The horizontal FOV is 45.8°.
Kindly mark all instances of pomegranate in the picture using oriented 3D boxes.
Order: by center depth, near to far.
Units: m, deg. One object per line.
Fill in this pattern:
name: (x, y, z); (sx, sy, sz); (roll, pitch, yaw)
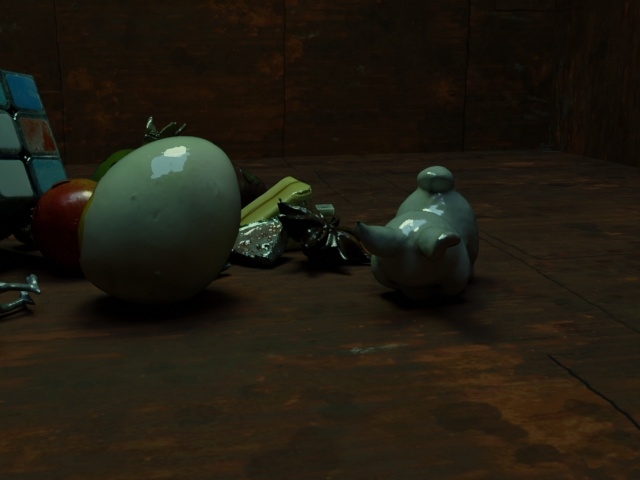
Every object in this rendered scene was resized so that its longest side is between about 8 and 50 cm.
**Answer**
pomegranate: (-0.526, -0.037, 1.697); (0.235, 0.210, 0.210); (-14, 18, -31)
pomegranate: (-0.450, -0.141, 1.906); (0.291, 0.323, 0.290); (7, 27, -4)

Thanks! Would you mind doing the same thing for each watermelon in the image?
watermelon: (-0.146, 0.023, 1.750); (0.187, 0.071, 0.139); (-20, 37, -9)

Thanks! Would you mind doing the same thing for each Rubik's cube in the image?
Rubik's cube: (-0.843, -0.186, 1.735); (0.362, 0.358, 0.363); (-25, -6, 27)

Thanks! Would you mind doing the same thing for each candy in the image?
candy: (-0.729, -0.024, 1.933); (0.110, 0.085, 0.095); (19, 11, 30)

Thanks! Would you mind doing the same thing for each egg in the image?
egg: (-0.294, -0.039, 1.433); (0.283, 0.345, 0.283); (32, -4, 3)

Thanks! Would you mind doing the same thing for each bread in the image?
bread: (-0.158, -0.060, 1.878); (0.264, 0.163, 0.168); (-7, 15, -22)

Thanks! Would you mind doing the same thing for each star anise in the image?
star anise: (0.000, 0.000, 1.736); (0.272, 0.102, 0.272); (27, 21, -11)

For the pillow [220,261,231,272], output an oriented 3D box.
pillow: (-0.261, 0.058, 1.611); (0.091, 0.055, 0.136); (36, 26, 11)

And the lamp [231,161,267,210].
lamp: (-0.242, -0.115, 2.060); (0.180, 0.180, 0.258); (8, -13, 32)

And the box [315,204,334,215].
box: (0.013, -0.093, 2.327); (0.054, 0.024, 0.083); (0, 12, -4)

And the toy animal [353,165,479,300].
toy animal: (0.196, -0.010, 1.462); (0.196, 0.241, 0.367); (2, 13, 20)

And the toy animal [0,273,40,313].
toy animal: (-0.600, 0.102, 1.355); (0.367, 0.081, 0.206); (25, 15, 33)
